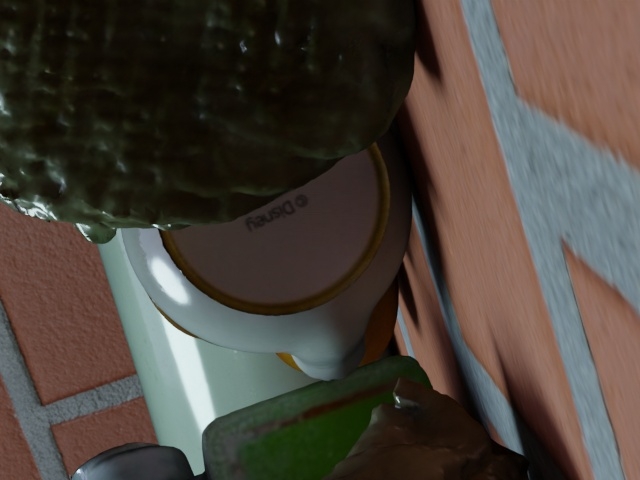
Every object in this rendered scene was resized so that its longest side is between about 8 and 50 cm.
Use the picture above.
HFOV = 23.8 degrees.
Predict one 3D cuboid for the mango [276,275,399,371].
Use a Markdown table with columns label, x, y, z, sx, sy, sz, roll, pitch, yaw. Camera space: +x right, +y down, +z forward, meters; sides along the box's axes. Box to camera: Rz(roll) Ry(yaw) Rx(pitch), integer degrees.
| label | x | y | z | sx | sy | sz | roll | pitch | yaw |
| --- | --- | --- | --- | --- | --- | --- | --- | --- | --- |
| mango | -0.001 | 0.003 | 0.936 | 0.111 | 0.089 | 0.163 | 121 | 142 | -72 |

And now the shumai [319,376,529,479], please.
| label | x | y | z | sx | sy | sz | roll | pitch | yaw |
| --- | --- | --- | --- | --- | --- | --- | --- | --- | --- |
| shumai | 0.049 | 0.159 | 0.606 | 0.201 | 0.120 | 0.201 | 17 | 117 | 36 |

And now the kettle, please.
| label | x | y | z | sx | sy | sz | roll | pitch | yaw |
| --- | --- | --- | --- | --- | --- | --- | --- | --- | --- |
| kettle | -0.049 | 0.007 | 1.208 | 0.205 | 0.265 | 0.318 | 3 | 116 | 53 |

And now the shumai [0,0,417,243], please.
| label | x | y | z | sx | sy | sz | roll | pitch | yaw |
| --- | --- | --- | --- | --- | --- | --- | --- | --- | --- |
| shumai | -0.066 | -0.099 | 0.563 | 0.142 | 0.184 | 0.184 | -98 | -9 | -67 |

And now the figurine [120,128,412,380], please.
| label | x | y | z | sx | sy | sz | roll | pitch | yaw |
| --- | --- | --- | --- | --- | --- | --- | --- | --- | --- |
| figurine | -0.031 | -0.017 | 0.766 | 0.263 | 0.142 | 0.189 | 171 | 78 | -85 |

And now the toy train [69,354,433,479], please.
| label | x | y | z | sx | sy | sz | roll | pitch | yaw |
| --- | --- | --- | --- | --- | --- | --- | --- | --- | --- |
| toy train | -0.006 | 0.226 | 0.758 | 0.173 | 0.249 | 0.307 | 82 | 169 | -60 |
